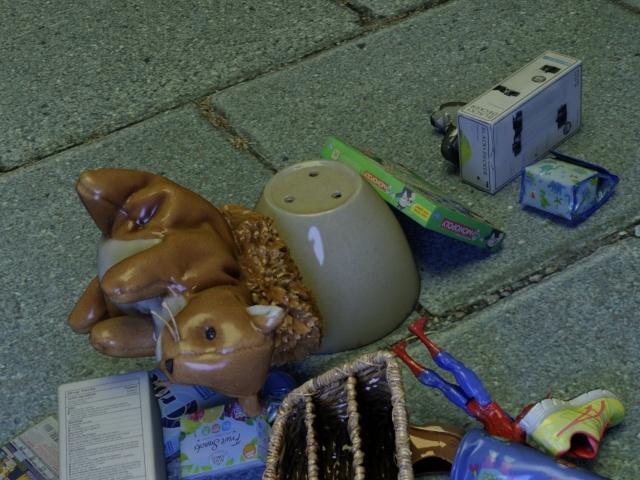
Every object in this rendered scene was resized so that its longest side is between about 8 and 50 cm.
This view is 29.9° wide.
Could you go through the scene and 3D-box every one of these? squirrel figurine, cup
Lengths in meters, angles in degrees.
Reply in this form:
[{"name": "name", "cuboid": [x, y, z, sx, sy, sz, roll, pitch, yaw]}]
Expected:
[{"name": "squirrel figurine", "cuboid": [-0.150, 0.086, 1.812, 0.397, 0.281, 0.370, -3, 28, -39]}, {"name": "cup", "cuboid": [0.000, 0.000, 2.095, 0.331, 0.237, 0.331, -6, 37, 5]}]

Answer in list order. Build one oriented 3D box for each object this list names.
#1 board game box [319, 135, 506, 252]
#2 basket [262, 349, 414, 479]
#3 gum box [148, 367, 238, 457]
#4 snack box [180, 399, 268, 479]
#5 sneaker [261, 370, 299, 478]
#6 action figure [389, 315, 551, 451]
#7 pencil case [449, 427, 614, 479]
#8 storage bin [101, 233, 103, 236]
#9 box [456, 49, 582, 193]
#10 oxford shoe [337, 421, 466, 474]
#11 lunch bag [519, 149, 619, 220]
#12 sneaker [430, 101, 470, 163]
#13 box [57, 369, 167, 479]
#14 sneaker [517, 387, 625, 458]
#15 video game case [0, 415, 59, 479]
[{"name": "board game box", "cuboid": [0.168, -0.088, 2.223, 0.213, 0.046, 0.317, 17, 15, -44]}, {"name": "basket", "cuboid": [0.023, 0.327, 1.629, 0.213, 0.223, 0.299, -6, 54, 4]}, {"name": "gum box", "cuboid": [-0.249, 0.272, 1.952, 0.184, 0.041, 0.157, -28, 43, -21]}, {"name": "snack box", "cuboid": [-0.147, 0.304, 1.828, 0.141, 0.037, 0.100, -18, 61, 25]}, {"name": "sneaker", "cuboid": [-0.053, 0.274, 1.878, 0.080, 0.081, 0.211, -12, 38, -3]}, {"name": "action figure", "cuboid": [0.250, 0.231, 1.837, 0.280, 0.091, 0.139, 47, 33, 16]}, {"name": "pencil case", "cuboid": [0.323, 0.367, 1.654, 0.306, 0.133, 0.119, 19, 1, 30]}, {"name": "storage bin", "cuboid": [-0.307, 0.037, 2.202, 0.180, 0.122, 0.084, -8, 37, 1]}, {"name": "box", "cuboid": [0.398, -0.238, 2.377, 0.290, 0.169, 0.087, -36, 45, -30]}, {"name": "oxford shoe", "cuboid": [0.111, 0.315, 1.803, 0.212, 0.076, 0.076, 1, 47, 12]}, {"name": "lunch bag", "cuboid": [0.471, -0.112, 2.267, 0.151, 0.096, 0.129, -23, 35, -40]}, {"name": "sneaker", "cuboid": [0.272, -0.226, 2.468, 0.132, 0.086, 0.229, 12, 32, 32]}, {"name": "box", "cuboid": [-0.300, 0.354, 1.753, 0.148, 0.121, 0.311, -10, 47, -1]}, {"name": "sneaker", "cuboid": [0.383, 0.280, 1.759, 0.208, 0.081, 0.094, -4, 45, -39]}, {"name": "video game case", "cuboid": [-0.444, 0.378, 1.874, 0.183, 0.023, 0.201, -33, 44, -28]}]
